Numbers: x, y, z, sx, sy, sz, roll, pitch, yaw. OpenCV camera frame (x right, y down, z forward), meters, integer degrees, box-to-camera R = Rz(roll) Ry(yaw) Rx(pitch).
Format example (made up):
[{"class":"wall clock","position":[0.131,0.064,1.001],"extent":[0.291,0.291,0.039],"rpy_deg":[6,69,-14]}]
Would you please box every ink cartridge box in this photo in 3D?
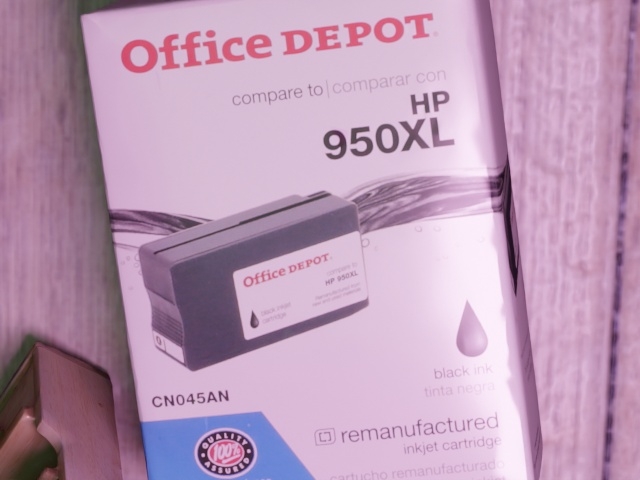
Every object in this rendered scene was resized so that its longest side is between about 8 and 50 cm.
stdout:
[{"class":"ink cartridge box","position":[0.000,0.000,1.466],"extent":[0.285,0.166,0.395],"rpy_deg":[-7,99,9]}]

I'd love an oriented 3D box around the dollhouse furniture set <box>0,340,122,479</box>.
[{"class":"dollhouse furniture set","position":[-0.352,0.137,1.425],"extent":[0.394,0.256,0.362],"rpy_deg":[28,107,-21]}]
